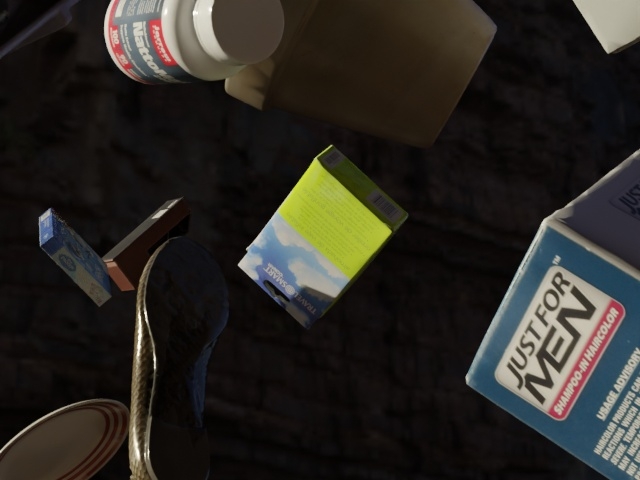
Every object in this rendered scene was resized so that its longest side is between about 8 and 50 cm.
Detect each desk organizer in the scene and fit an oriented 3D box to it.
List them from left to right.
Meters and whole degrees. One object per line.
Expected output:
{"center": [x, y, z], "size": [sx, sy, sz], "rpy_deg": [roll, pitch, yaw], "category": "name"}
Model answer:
{"center": [-0.215, 0.005, 1.627], "size": [0.050, 0.130, 0.047], "rpy_deg": [55, -30, -17], "category": "desk organizer"}

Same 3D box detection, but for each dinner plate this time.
{"center": [-0.221, 0.175, 1.054], "size": [0.141, 0.017, 0.141], "rpy_deg": [-30, -30, -20], "category": "dinner plate"}

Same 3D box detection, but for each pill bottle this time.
{"center": [-0.120, -0.206, 1.222], "size": [0.108, 0.108, 0.180], "rpy_deg": [18, -8, -37], "category": "pill bottle"}

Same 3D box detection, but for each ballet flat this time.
{"center": [-0.121, 0.104, 1.030], "size": [0.084, 0.250, 0.058], "rpy_deg": [20, -43, -26], "category": "ballet flat"}

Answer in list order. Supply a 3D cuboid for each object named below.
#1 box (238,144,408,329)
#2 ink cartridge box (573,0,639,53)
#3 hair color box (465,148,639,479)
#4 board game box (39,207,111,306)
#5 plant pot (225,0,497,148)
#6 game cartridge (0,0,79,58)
{"center": [0.000, 0.000, 1.311], "size": [0.109, 0.042, 0.178], "rpy_deg": [43, -49, 5], "category": "box"}
{"center": [0.349, -0.398, 1.504], "size": [0.121, 0.211, 0.289], "rpy_deg": [-25, -76, 49], "category": "ink cartridge box"}
{"center": [0.264, 0.093, 0.611], "size": [0.174, 0.347, 0.105], "rpy_deg": [-30, -32, -54], "category": "hair color box"}
{"center": [-0.254, 0.016, 1.320], "size": [0.020, 0.090, 0.090], "rpy_deg": [-38, -66, 3], "category": "board game box"}
{"center": [0.071, -0.272, 1.701], "size": [0.280, 0.323, 0.323], "rpy_deg": [29, -25, 2], "category": "plant pot"}
{"center": [-0.311, -0.078, 0.829], "size": [0.230, 0.355, 0.068], "rpy_deg": [-20, -67, 39], "category": "game cartridge"}
